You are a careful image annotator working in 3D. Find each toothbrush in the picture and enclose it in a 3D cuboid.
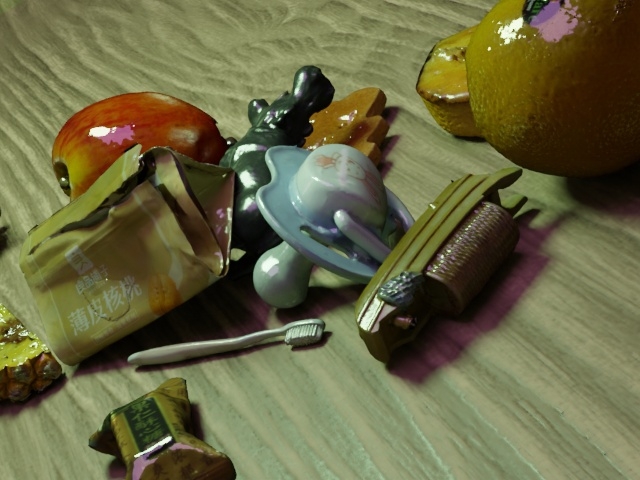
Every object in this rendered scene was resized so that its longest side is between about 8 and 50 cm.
[{"bbox_3d":[-0.129,0.140,1.626,0.307,0.025,0.030,-12,41,27],"label":"toothbrush"}]

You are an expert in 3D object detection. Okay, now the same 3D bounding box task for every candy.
[{"bbox_3d":[-0.195,0.242,1.453,0.143,0.101,0.271,-27,23,-10],"label":"candy"}]

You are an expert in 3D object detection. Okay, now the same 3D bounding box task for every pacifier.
[{"bbox_3d":[0.000,0.000,1.613,0.226,0.238,0.287,-52,18,26],"label":"pacifier"}]

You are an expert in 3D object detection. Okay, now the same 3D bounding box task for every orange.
[{"bbox_3d":[0.316,-0.205,1.535,0.274,0.274,0.274,-21,30,13],"label":"orange"}]

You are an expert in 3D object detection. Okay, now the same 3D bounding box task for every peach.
[{"bbox_3d":[-0.276,-0.116,1.946,0.281,0.238,0.281,-18,-8,-3],"label":"peach"}]

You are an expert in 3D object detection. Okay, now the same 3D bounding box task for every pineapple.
[{"bbox_3d":[-0.476,0.176,1.817,0.135,0.079,0.233,-40,31,-14],"label":"pineapple"}]

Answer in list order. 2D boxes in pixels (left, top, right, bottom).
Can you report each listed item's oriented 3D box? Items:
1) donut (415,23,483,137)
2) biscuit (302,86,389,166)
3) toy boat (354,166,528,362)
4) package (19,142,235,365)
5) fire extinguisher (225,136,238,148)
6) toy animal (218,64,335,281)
[{"bbox_3d":[0.257,-0.255,1.817,0.253,0.118,0.253,-22,32,15],"label":"donut"},{"bbox_3d":[-0.002,-0.123,1.909,0.284,0.043,0.306,-28,31,1],"label":"biscuit"},{"bbox_3d":[0.156,0.023,1.496,0.115,0.089,0.310,17,50,35],"label":"toy boat"},{"bbox_3d":[-0.285,0.004,1.718,0.311,0.165,0.221,-29,42,34],"label":"package"},{"bbox_3d":[-0.182,-0.136,2.075,0.157,0.045,0.078,-24,-5,8],"label":"fire extinguisher"},{"bbox_3d":[-0.083,-0.108,1.811,0.168,0.106,0.343,-14,48,33],"label":"toy animal"}]
